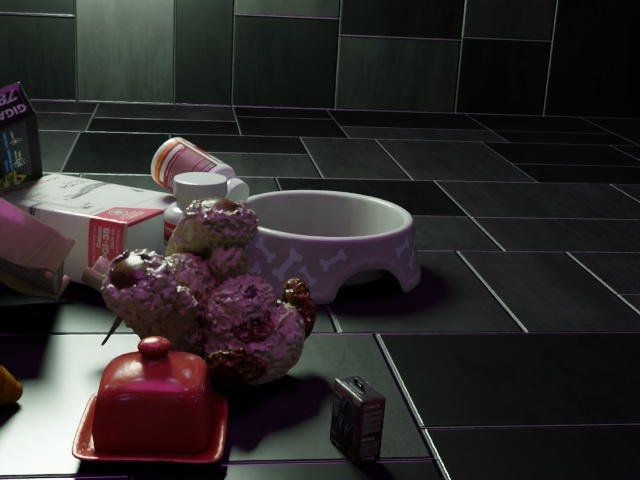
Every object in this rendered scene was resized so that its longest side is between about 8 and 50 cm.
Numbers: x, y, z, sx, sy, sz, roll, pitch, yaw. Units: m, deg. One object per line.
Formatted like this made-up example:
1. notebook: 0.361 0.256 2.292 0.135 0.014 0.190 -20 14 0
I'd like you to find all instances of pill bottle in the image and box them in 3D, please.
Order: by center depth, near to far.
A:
1. pill bottle: -0.185 -0.008 1.517 0.108 0.180 0.108 3 17 -1
2. pill bottle: -0.192 -0.098 1.604 0.152 0.086 0.086 31 28 24

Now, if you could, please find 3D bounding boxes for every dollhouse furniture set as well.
1. dollhouse furniture set: -0.483 0.065 1.403 0.355 0.174 0.303 30 -23 -3

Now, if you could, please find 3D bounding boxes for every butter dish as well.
1. butter dish: -0.180 0.161 1.075 0.160 0.118 0.160 3 17 -4

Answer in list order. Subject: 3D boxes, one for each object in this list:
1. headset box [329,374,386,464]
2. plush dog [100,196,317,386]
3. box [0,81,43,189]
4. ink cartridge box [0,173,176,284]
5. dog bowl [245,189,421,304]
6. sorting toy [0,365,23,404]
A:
1. headset box: 0.040 0.190 1.078 0.032 0.083 0.062 -5 20 -28
2. plush dog: -0.127 0.099 1.250 0.225 0.211 0.262 28 37 16
3. box: -0.591 -0.111 1.570 0.293 0.073 0.295 -27 -9 -21
4. ink cartridge box: -0.382 -0.018 1.618 0.283 0.117 0.207 10 18 20
5. dog bowl: 0.000 0.000 1.663 0.348 0.102 0.349 2 16 -1
6. sorting toy: -0.469 0.130 1.209 0.126 0.127 0.365 27 -6 -41
